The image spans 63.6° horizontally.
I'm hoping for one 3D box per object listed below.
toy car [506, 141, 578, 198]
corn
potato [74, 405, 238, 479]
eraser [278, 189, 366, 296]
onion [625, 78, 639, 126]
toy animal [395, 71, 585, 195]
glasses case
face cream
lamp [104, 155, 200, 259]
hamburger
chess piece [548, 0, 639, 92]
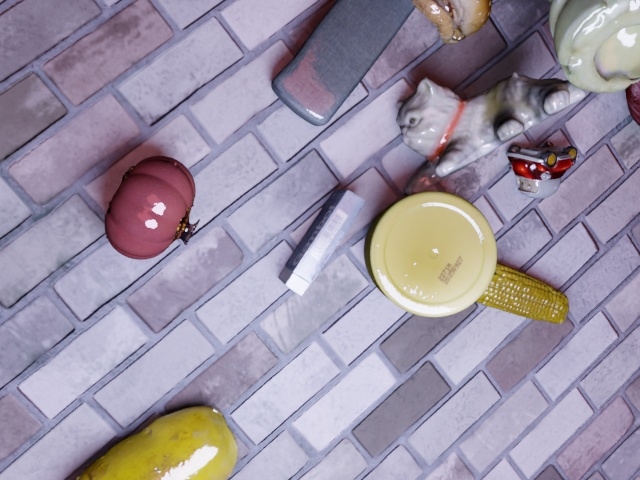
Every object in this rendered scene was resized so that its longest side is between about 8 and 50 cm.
[{"bbox_3d":[0.465,-0.143,1.083,0.139,0.112,0.112,-10,111,-22],"label":"toy car"},{"bbox_3d":[0.408,0.109,1.083,0.261,0.097,0.097,21,89,-13],"label":"corn"},{"bbox_3d":[-0.291,0.417,0.910,0.300,0.140,0.173,-28,93,-16],"label":"potato"},{"bbox_3d":[0.000,0.000,0.976,0.046,0.092,0.212,35,85,-14],"label":"eraser"},{"bbox_3d":[0.760,-0.399,1.072,0.347,0.285,0.348,-20,137,-21],"label":"onion"},{"bbox_3d":[0.285,-0.241,0.939,0.266,0.308,0.188,-22,85,-15],"label":"toy animal"},{"bbox_3d":[0.048,-0.371,0.973,0.131,0.074,0.323,38,85,-14],"label":"glasses case"},{"bbox_3d":[0.193,0.023,0.954,0.218,0.179,0.218,0,90,1],"label":"face cream"},{"bbox_3d":[-0.275,-0.051,0.863,0.140,0.182,0.182,28,87,-17],"label":"lamp"},{"bbox_3d":[0.229,-0.493,0.938,0.146,0.286,0.243,-21,138,25],"label":"hamburger"},{"bbox_3d":[0.462,-0.452,0.888,0.234,0.234,0.442,18,52,-14],"label":"chess piece"}]
